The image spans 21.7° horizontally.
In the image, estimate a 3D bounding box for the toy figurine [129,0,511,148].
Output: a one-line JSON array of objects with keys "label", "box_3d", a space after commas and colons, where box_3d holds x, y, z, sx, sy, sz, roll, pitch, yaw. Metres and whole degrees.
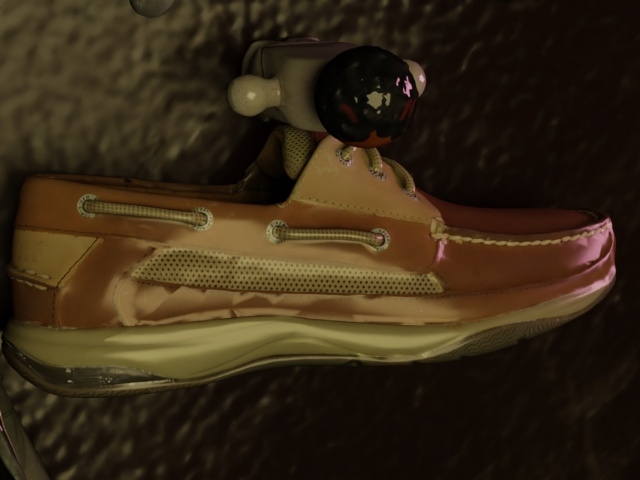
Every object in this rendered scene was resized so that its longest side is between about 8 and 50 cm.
[{"label": "toy figurine", "box_3d": [0.007, -0.161, 0.793, 0.209, 0.148, 0.213, -48, 115, -7]}]

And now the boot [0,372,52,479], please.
[{"label": "boot", "box_3d": [-0.165, 0.116, 0.777, 0.083, 0.161, 0.246, -27, 111, -15]}]

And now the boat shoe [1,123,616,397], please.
[{"label": "boat shoe", "box_3d": [0.000, 0.000, 0.845, 0.324, 0.122, 0.119, -6, 99, -21]}]
